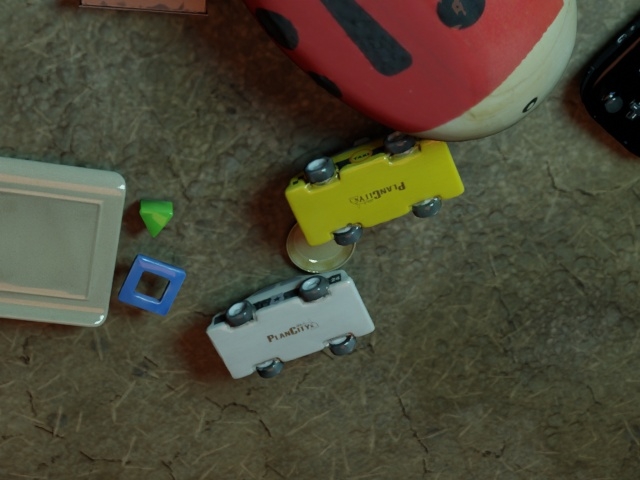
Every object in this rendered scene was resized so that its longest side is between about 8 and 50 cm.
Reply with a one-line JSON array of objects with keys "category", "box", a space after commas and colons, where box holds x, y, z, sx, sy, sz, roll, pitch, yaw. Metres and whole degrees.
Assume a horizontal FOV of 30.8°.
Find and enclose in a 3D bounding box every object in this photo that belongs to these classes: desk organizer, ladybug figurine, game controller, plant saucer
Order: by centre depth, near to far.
[{"category": "ladybug figurine", "box": [0.057, -0.252, 1.113, 0.449, 0.162, 0.305, 40, 137, -23]}, {"category": "desk organizer", "box": [-0.180, -0.265, 1.191, 0.130, 0.047, 0.050, 2, 118, -9]}, {"category": "game controller", "box": [0.440, -0.229, 1.284, 0.166, 0.067, 0.319, 37, 111, -25]}, {"category": "plant saucer", "box": [0.000, 0.000, 1.392, 0.083, 0.015, 0.083, -4, 121, -6]}]

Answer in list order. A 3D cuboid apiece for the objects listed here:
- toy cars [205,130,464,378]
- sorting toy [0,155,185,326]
[{"category": "toy cars", "box": [0.011, 0.009, 1.344, 0.176, 0.087, 0.394, 23, 118, -15]}, {"category": "sorting toy", "box": [-0.326, -0.002, 1.331, 0.347, 0.047, 0.196, 7, 115, -12]}]
